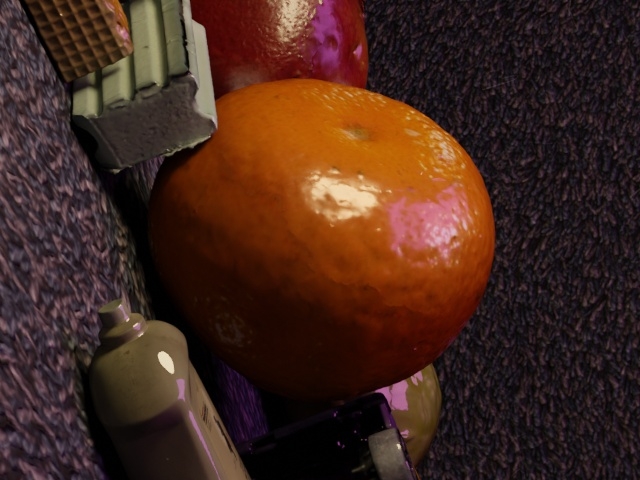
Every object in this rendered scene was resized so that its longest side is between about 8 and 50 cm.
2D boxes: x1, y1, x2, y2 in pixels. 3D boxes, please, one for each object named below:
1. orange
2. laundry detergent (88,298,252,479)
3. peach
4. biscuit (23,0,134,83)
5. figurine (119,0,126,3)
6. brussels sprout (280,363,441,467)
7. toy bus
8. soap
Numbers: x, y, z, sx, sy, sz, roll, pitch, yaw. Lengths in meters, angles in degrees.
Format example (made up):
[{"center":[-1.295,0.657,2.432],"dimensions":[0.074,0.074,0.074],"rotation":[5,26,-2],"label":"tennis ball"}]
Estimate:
[{"center":[0.000,0.000,1.548],"dimensions":[0.424,0.423,0.326],"rotation":[-103,-155,-56],"label":"orange"},{"center":[-0.132,0.165,1.152],"dimensions":[0.181,0.091,0.253],"rotation":[-99,167,-72],"label":"laundry detergent"},{"center":[-0.099,-0.337,2.064],"dimensions":[0.339,0.353,0.417],"rotation":[49,16,-81],"label":"peach"},{"center":[-0.310,-0.353,1.362],"dimensions":[0.054,0.094,0.379],"rotation":[-101,168,-62],"label":"biscuit"},{"center":[-0.247,-0.455,1.813],"dimensions":[0.215,0.228,0.215],"rotation":[33,-14,9],"label":"figurine"},{"center":[0.049,0.241,1.940],"dimensions":[0.273,0.242,0.317],"rotation":[24,52,-51],"label":"brussels sprout"},{"center":[0.052,0.416,1.413],"dimensions":[0.440,0.209,0.249],"rotation":[-108,175,-48],"label":"toy bus"},{"center":[-0.203,-0.190,1.500],"dimensions":[0.261,0.150,0.094],"rotation":[-103,167,-53],"label":"soap"}]
